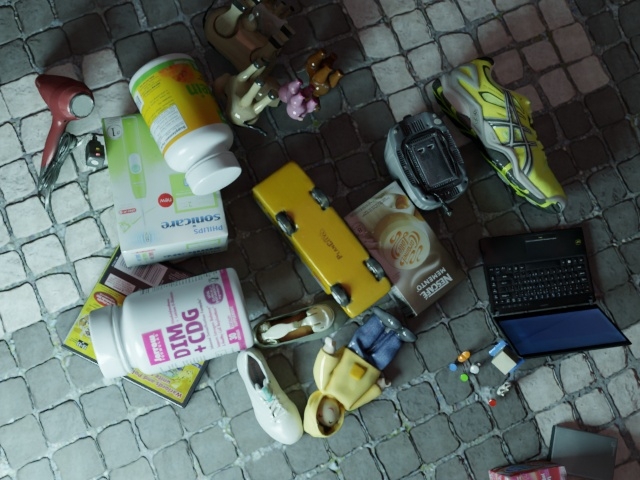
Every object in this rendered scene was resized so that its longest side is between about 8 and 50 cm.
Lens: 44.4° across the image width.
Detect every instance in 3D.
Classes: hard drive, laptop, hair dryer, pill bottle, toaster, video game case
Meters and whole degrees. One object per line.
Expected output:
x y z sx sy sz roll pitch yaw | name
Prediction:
0.539 0.440 1.613 0.135 0.022 0.094 12 79 -3 | hard drive
0.475 0.101 1.611 0.235 0.136 0.264 -6 81 -7 | laptop
-0.536 -0.227 1.576 0.224 0.080 0.293 -30 61 28 | hair dryer
-0.248 -0.215 1.474 0.136 0.136 0.245 -27 79 -9 | pill bottle
0.219 -0.146 1.627 0.129 0.146 0.226 -24 82 -8 | toaster
-0.279 0.161 1.486 0.283 0.160 0.160 -15 82 -8 | pill bottle
-0.338 0.166 1.580 0.275 0.035 0.248 27 78 -1 | video game case

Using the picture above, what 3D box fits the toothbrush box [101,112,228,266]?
-0.310 -0.109 1.569 0.206 0.122 0.283 -9 76 -10 | toothbrush box

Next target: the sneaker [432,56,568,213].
0.403 -0.224 1.648 0.147 0.145 0.384 -38 86 4 | sneaker

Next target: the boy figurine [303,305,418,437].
0.058 0.263 1.553 0.285 0.092 0.177 -49 115 -9 | boy figurine

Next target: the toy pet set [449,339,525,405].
0.354 0.258 1.624 0.122 0.065 0.114 43 114 6 | toy pet set

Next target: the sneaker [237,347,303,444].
-0.104 0.309 1.544 0.080 0.094 0.212 -30 84 -11 | sneaker

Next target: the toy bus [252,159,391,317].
0.000 0.000 1.590 0.108 0.130 0.332 -37 85 -11 | toy bus

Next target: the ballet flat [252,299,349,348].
-0.038 0.172 1.587 0.213 0.068 0.072 -17 81 -8 | ballet flat

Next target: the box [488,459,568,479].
0.426 0.570 1.526 0.123 0.128 0.256 -10 81 -7 | box

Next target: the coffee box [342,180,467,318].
0.168 0.021 1.617 0.141 0.098 0.246 -36 85 -11 | coffee box

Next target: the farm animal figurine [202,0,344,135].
-0.131 -0.351 1.592 0.172 0.330 0.326 -39 83 35 | farm animal figurine
